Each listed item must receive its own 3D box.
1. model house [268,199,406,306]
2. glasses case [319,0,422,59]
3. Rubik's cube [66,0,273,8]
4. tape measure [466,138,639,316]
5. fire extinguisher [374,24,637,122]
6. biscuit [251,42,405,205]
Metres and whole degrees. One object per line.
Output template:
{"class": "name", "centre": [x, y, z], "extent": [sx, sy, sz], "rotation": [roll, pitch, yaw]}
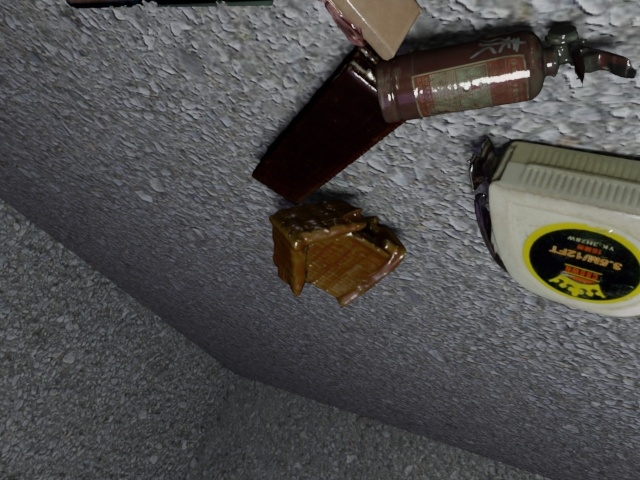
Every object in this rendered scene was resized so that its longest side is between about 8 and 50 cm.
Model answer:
{"class": "model house", "centre": [0.001, 0.001, 1.000], "extent": [0.229, 0.219, 0.199], "rotation": [31, -160, -36]}
{"class": "glasses case", "centre": [0.013, -0.273, 0.576], "extent": [0.193, 0.102, 0.070], "rotation": [40, 158, -26]}
{"class": "Rubik's cube", "centre": [-0.150, -0.353, 0.614], "extent": [0.234, 0.284, 0.250], "rotation": [24, -169, -49]}
{"class": "tape measure", "centre": [0.339, -0.015, 0.728], "extent": [0.271, 0.133, 0.231], "rotation": [16, 145, 25]}
{"class": "fire extinguisher", "centre": [0.188, -0.168, 0.569], "extent": [0.252, 0.106, 0.075], "rotation": [-4, 151, 21]}
{"class": "biscuit", "centre": [0.005, -0.159, 0.829], "extent": [0.107, 0.073, 0.388], "rotation": [34, 154, -14]}
